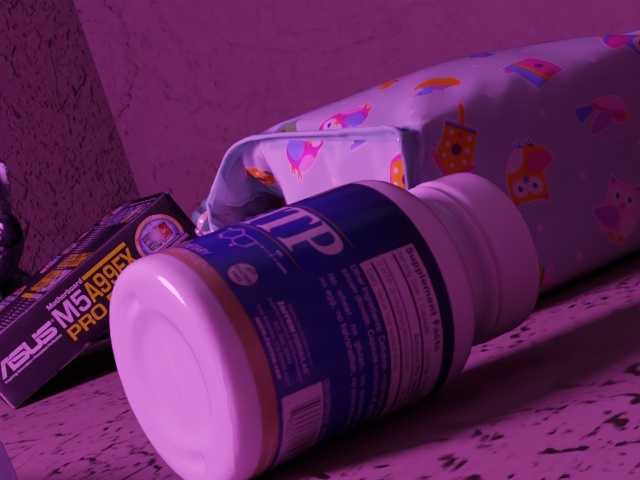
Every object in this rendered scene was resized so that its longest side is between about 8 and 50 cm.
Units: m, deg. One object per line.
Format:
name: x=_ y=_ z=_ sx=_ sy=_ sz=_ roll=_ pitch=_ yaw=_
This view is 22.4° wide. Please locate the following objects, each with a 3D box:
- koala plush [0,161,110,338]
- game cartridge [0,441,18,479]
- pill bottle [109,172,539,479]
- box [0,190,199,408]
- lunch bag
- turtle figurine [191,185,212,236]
koala plush: x=-0.360 y=0.030 z=1.687 sx=0.203 sy=0.221 sz=0.196 roll=-15 pitch=5 yaw=40
game cartridge: x=-0.283 y=0.157 z=0.834 sx=0.198 sy=0.062 sz=0.297 roll=-16 pitch=2 yaw=-39
pill bottle: x=0.007 y=0.033 z=0.761 sx=0.187 sy=0.112 sz=0.112 roll=-21 pitch=5 yaw=-32
box: x=-0.224 y=0.050 z=1.453 sx=0.216 sy=0.060 sz=0.270 roll=-40 pitch=9 yaw=-13
lunch bag: x=0.074 y=-0.034 z=1.063 sx=0.223 sy=0.160 sz=0.262 roll=-22 pitch=11 yaw=-31
turtle figurine: x=-0.034 y=0.010 z=1.246 sx=0.234 sy=0.118 sz=0.175 roll=-34 pitch=-19 yaw=30
